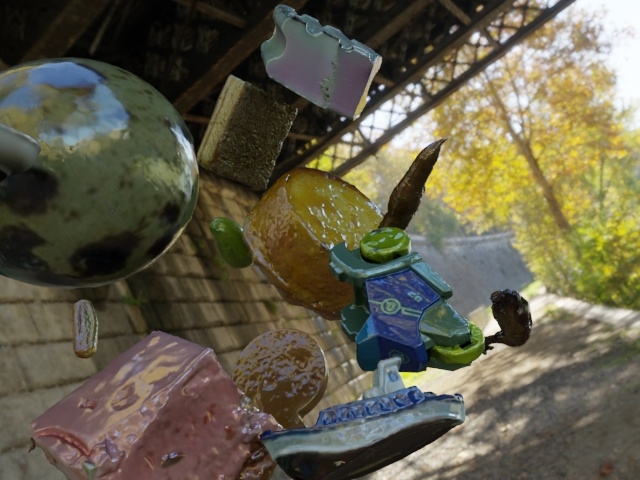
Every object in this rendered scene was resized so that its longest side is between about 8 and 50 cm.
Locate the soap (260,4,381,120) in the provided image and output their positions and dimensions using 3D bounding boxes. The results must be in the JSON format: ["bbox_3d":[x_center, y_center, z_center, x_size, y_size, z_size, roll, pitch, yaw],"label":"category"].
[{"bbox_3d":[0.001,-0.430,1.561,0.156,0.262,0.446,-64,17,18],"label":"soap"}]

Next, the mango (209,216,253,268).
[{"bbox_3d":[-0.229,0.008,1.704,0.074,0.165,0.091,8,52,48],"label":"mango"}]

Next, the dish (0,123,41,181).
[{"bbox_3d":[-0.388,-0.082,0.714,0.141,0.077,0.141,7,-10,1],"label":"dish"}]

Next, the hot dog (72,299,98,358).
[{"bbox_3d":[-0.612,0.233,1.703,0.066,0.215,0.047,-11,-55,-17],"label":"hot dog"}]

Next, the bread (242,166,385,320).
[{"bbox_3d":[0.000,0.000,1.562,0.398,0.398,0.215,-13,-31,-53],"label":"bread"}]

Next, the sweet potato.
[{"bbox_3d":[0.171,-0.086,1.280,0.067,0.067,0.273,-16,-39,-48],"label":"sweet potato"}]

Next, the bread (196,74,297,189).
[{"bbox_3d":[-0.186,-0.264,1.615,0.184,0.111,0.234,19,-82,-40],"label":"bread"}]

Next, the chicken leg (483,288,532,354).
[{"bbox_3d":[0.396,0.186,1.398,0.051,0.106,0.253,-53,-21,-31],"label":"chicken leg"}]

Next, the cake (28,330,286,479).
[{"bbox_3d":[-0.257,0.353,1.111,0.314,0.306,0.293,-42,23,-32],"label":"cake"}]

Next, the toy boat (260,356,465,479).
[{"bbox_3d":[0.054,0.225,0.833,0.262,0.115,0.114,-19,-37,-14],"label":"toy boat"}]

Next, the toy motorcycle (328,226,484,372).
[{"bbox_3d":[0.126,0.131,1.139,0.200,0.191,0.326,-19,30,-13],"label":"toy motorcycle"}]

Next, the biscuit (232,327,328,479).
[{"bbox_3d":[-0.120,0.346,1.364,0.354,0.275,0.052,-62,-29,-25],"label":"biscuit"}]

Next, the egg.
[{"bbox_3d":[-0.393,-0.099,0.989,0.428,0.344,0.345,4,-3,17],"label":"egg"}]
